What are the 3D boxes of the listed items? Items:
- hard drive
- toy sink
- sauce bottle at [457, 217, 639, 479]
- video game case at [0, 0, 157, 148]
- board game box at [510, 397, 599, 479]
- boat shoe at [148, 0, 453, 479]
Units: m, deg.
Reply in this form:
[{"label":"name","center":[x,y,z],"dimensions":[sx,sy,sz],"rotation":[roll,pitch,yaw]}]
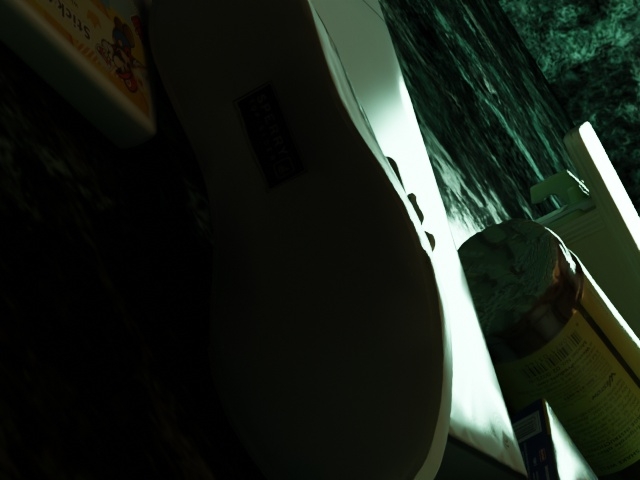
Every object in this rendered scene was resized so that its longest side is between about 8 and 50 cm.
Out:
[{"label":"hard drive","center":[0.017,-0.037,1.086],"dimensions":[0.233,0.047,0.353],"rotation":[34,36,-60]},{"label":"toy sink","center":[0.221,0.033,1.617],"dimensions":[0.234,0.131,0.153],"rotation":[63,13,-2]},{"label":"sauce bottle","center":[0.207,0.125,1.403],"dimensions":[0.344,0.111,0.111],"rotation":[50,15,-36]},{"label":"video game case","center":[-0.150,-0.181,0.877],"dimensions":[0.227,0.026,0.206],"rotation":[45,31,-47]},{"label":"board game box","center":[0.169,0.222,1.147],"dimensions":[0.194,0.060,0.194],"rotation":[56,13,-15]},{"label":"boat shoe","center":[-0.004,0.002,0.891],"dimensions":[0.105,0.113,0.306],"rotation":[48,16,-57]}]
